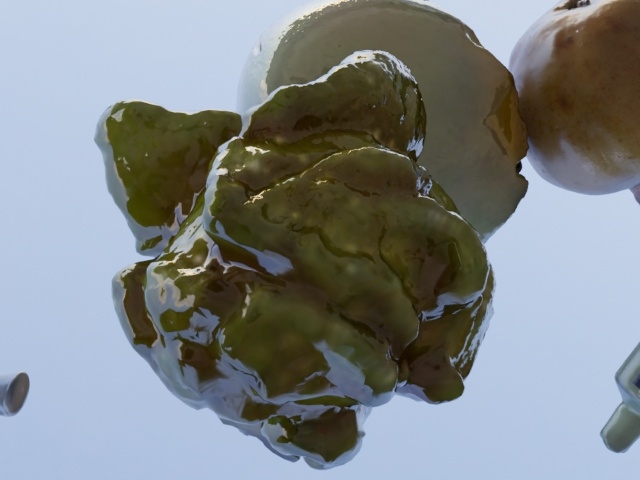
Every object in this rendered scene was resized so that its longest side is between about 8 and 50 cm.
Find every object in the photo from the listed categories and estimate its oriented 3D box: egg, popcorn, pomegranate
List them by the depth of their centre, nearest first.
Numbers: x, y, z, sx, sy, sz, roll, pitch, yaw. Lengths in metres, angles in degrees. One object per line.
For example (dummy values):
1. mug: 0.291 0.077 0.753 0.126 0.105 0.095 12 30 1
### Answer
1. popcorn: -0.006 -0.006 1.272 0.321 0.290 0.325 39 -100 -20
2. egg: 0.038 -0.091 1.524 0.286 0.264 0.174 47 -156 8
3. pomegranate: 0.275 -0.141 1.589 0.207 0.207 0.207 17 -128 -22

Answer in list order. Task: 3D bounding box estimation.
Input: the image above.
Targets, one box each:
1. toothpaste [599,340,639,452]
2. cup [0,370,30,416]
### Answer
1. toothpaste: 0.245 0.013 0.931 0.069 0.268 0.047 37 -172 0
2. cup: -0.253 0.067 0.922 0.134 0.142 0.173 -54 -43 -38
